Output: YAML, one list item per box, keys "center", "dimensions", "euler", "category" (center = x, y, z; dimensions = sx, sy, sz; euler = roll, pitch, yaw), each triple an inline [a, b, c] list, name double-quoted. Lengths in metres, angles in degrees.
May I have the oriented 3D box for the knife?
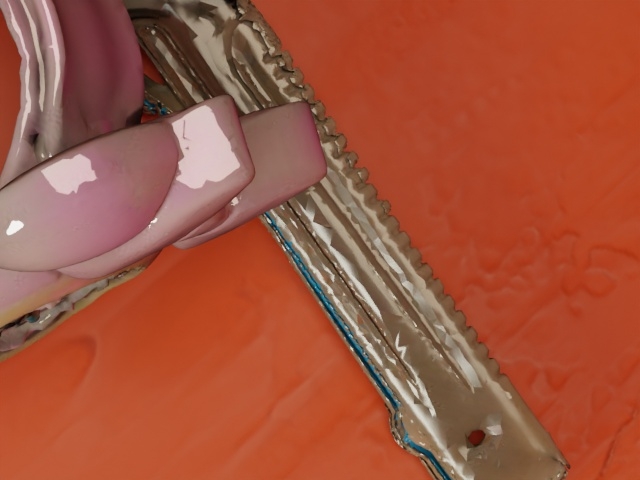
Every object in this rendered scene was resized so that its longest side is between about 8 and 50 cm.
- center: [0.002, -0.002, 0.836]
  dimensions: [0.089, 0.043, 0.365]
  euler: [-36, 93, 24]
  category: "knife"

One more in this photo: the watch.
- center: [-0.161, -0.063, 0.734]
  dimensions: [0.248, 0.211, 0.217]
  euler: [-30, 86, 15]
  category: "watch"
